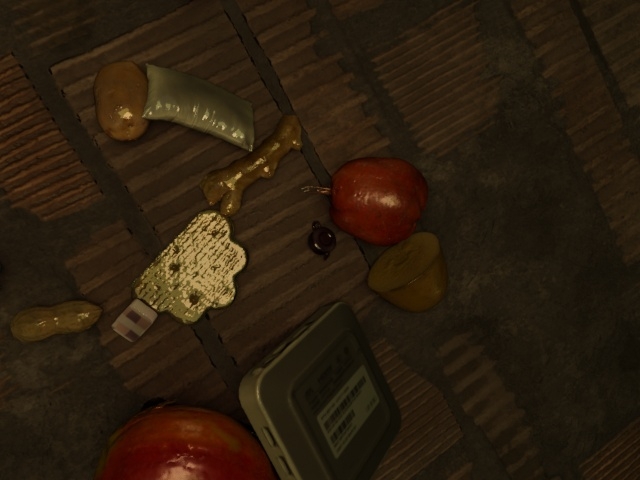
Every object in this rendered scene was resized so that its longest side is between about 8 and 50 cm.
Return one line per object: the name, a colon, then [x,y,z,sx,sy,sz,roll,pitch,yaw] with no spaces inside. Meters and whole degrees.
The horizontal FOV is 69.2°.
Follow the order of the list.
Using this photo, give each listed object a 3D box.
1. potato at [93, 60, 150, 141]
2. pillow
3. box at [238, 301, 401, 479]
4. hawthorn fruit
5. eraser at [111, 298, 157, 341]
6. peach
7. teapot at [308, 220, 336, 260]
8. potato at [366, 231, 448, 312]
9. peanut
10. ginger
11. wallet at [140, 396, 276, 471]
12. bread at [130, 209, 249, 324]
potato: [-0.422,-0.297,0.995,0.118,0.109,0.178,1,73,-28]
pillow: [-0.262,-0.287,1.017,0.254,0.078,0.144,14,64,-29]
box: [0.025,0.366,1.030,0.367,0.090,0.373,-36,103,-51]
hawthorn fruit: [0.103,-0.102,1.086,0.299,0.211,0.211,12,88,-5]
eraser: [-0.410,0.177,1.023,0.065,0.026,0.105,39,122,-14]
peach: [-0.259,0.496,0.911,0.372,0.290,0.373,3,82,-23]
teapot: [0.000,0.000,1.141,0.068,0.045,0.100,-11,75,-36]
potato: [0.235,0.103,1.149,0.203,0.178,0.158,-49,118,-33]
peanut: [-0.561,0.169,0.988,0.187,0.082,0.082,-9,93,-12]
ginger: [-0.151,-0.186,1.083,0.118,0.065,0.299,42,80,8]
wallet: [-0.263,0.502,1.085,0.377,0.051,0.197,21,89,-12]
bread: [-0.280,0.079,1.067,0.286,0.056,0.207,-45,97,-8]
